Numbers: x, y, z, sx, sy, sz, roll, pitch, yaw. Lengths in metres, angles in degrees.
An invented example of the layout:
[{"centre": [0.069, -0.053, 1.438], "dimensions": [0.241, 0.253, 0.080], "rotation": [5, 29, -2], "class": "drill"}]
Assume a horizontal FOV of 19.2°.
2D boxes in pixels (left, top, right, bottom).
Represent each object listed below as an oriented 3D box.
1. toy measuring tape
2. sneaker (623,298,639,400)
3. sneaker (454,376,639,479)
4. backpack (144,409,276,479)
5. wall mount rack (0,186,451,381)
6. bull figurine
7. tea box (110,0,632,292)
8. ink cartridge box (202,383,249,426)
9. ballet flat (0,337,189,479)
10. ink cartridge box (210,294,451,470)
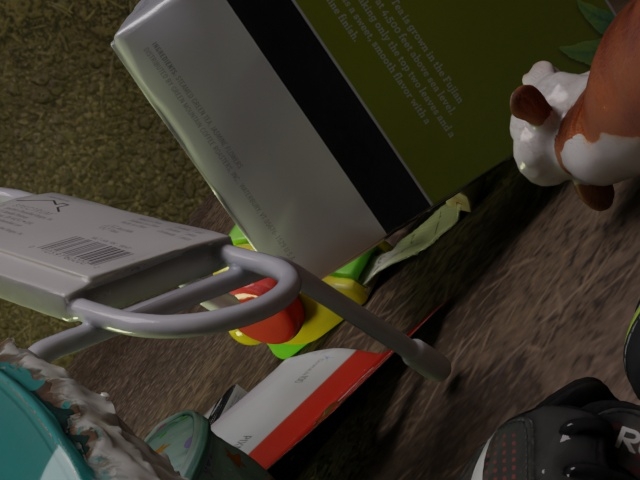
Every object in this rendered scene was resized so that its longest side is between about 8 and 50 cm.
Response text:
[{"centre": [0.000, 0.000, 1.527], "dimensions": [0.330, 0.121, 0.121], "rotation": [-41, 14, 49], "class": "toy measuring tape"}, {"centre": [0.198, -0.025, 0.758], "dimensions": [0.234, 0.084, 0.097], "rotation": [-48, 9, 20], "class": "sneaker"}, {"centre": [0.087, 0.128, 0.659], "dimensions": [0.135, 0.098, 0.276], "rotation": [-52, 8, 15], "class": "sneaker"}, {"centre": [-0.126, 0.218, 1.119], "dimensions": [0.253, 0.191, 0.225], "rotation": [-45, 8, 10], "class": "backpack"}, {"centre": [-0.106, 0.044, 1.122], "dimensions": [0.304, 0.130, 0.350], "rotation": [-18, 22, -39], "class": "wall mount rack"}, {"centre": [0.204, -0.107, 0.988], "dimensions": [0.188, 0.101, 0.310], "rotation": [-51, 9, -9], "class": "bull figurine"}, {"centre": [0.056, -0.171, 1.363], "dimensions": [0.323, 0.220, 0.329], "rotation": [-32, 13, 9], "class": "tea box"}, {"centre": [-0.104, 0.208, 1.441], "dimensions": [0.097, 0.046, 0.207], "rotation": [-46, 11, 37], "class": "ink cartridge box"}, {"centre": [-0.039, 0.187, 0.572], "dimensions": [0.147, 0.147, 0.409], "rotation": [-50, 37, 10], "class": "ballet flat"}, {"centre": [-0.033, 0.120, 1.290], "dimensions": [0.232, 0.066, 0.189], "rotation": [-51, -6, 35], "class": "ink cartridge box"}]
